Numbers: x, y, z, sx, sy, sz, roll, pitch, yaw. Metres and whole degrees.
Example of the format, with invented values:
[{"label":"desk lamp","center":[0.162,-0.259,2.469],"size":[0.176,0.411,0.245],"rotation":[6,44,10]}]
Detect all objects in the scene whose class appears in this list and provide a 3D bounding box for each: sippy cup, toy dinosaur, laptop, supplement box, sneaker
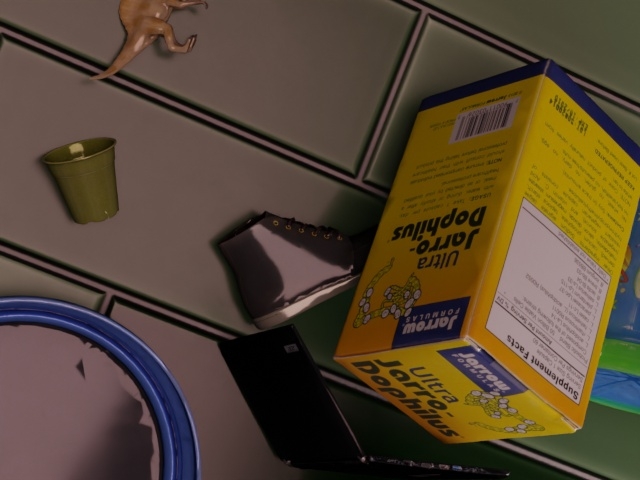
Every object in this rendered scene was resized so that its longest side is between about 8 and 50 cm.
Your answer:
[{"label":"sippy cup","center":[0.386,0.074,1.804],"size":[0.305,0.240,0.224],"rotation":[22,74,-25]},{"label":"toy dinosaur","center":[-0.184,-0.238,1.711],"size":[0.092,0.053,0.183],"rotation":[23,78,-1]},{"label":"laptop","center":[0.041,0.185,1.693],"size":[0.264,0.234,0.136],"rotation":[9,79,-21]},{"label":"supplement box","center":[0.191,0.015,1.666],"size":[0.194,0.195,0.356],"rotation":[39,56,-30]},{"label":"sneaker","center":[0.000,0.000,1.749],"size":[0.222,0.083,0.118],"rotation":[-29,99,-12]}]

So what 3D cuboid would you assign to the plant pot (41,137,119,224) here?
[{"label":"plant pot","center":[-0.254,-0.062,1.679],"size":[0.083,0.083,0.079],"rotation":[-18,108,-15]}]

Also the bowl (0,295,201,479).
[{"label":"bowl","center":[-0.326,0.253,1.666],"size":[0.391,0.077,0.391],"rotation":[-1,92,-16]}]
